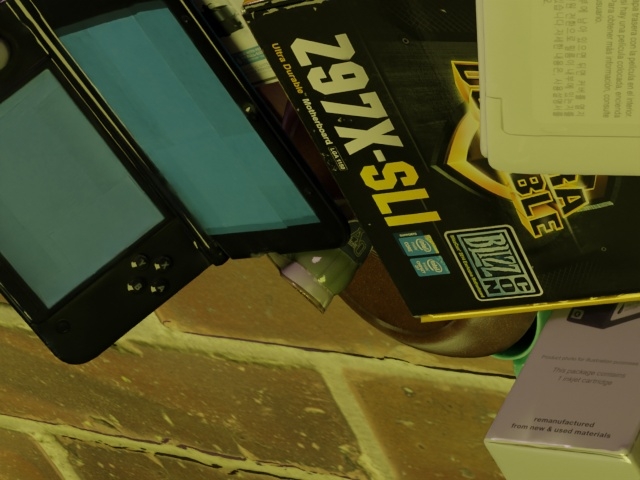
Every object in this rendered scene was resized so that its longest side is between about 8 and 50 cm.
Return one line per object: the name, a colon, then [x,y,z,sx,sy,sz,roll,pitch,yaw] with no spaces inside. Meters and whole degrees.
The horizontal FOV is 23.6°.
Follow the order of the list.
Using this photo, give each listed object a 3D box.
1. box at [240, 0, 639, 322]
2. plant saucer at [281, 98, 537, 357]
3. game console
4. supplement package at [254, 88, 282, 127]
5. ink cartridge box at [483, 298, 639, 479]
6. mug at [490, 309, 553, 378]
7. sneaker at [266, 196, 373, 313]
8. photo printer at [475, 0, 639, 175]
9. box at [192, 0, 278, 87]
box: [0.128,-0.084,1.062,0.257,0.079,0.322,-6,134,29]
plant saucer: [0.062,-0.028,1.317,0.310,0.050,0.311,33,139,35]
game console: [-0.168,-0.050,1.194,0.293,0.250,0.173,54,173,-26]
supplement package: [-0.178,-0.100,1.394,0.149,0.194,0.203,-8,129,45]
ink cartridge box: [0.280,0.112,1.196,0.129,0.307,0.223,1,136,41]
mug: [0.175,0.036,1.347,0.129,0.097,0.158,33,139,35]
sneaker: [0.000,0.000,1.322,0.064,0.086,0.192,42,-179,-17]
photo printer: [0.237,-0.142,0.822,0.307,0.107,0.256,1,141,10]
box: [-0.077,-0.274,1.116,0.087,0.169,0.290,-9,128,46]
